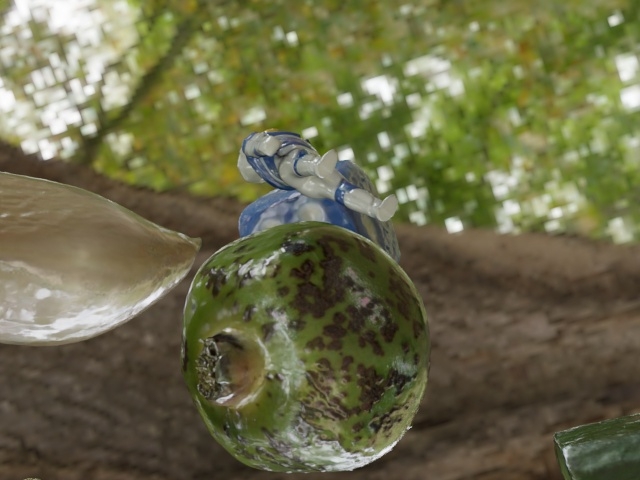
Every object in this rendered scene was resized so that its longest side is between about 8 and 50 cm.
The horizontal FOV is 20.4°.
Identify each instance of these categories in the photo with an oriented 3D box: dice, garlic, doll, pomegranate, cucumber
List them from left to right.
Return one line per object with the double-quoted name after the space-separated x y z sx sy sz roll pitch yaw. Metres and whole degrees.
-0.228 0.006 1.153 0.318 0.112 0.143 17 -160 -24 "garlic"
-0.025 0.104 1.698 0.270 0.254 0.254 -3 -105 -50 "pomegranate"
-0.023 -0.072 1.627 0.114 0.057 0.227 28 174 -31 "doll"
0.000 0.000 2.006 0.143 0.146 0.146 64 -163 -8 "dice"
0.299 0.251 1.649 0.191 0.130 0.191 -12 -90 -87 "cucumber"

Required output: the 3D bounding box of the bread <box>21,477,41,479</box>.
-0.302 0.304 1.751 0.083 0.094 0.157 54 -142 -42 "bread"
